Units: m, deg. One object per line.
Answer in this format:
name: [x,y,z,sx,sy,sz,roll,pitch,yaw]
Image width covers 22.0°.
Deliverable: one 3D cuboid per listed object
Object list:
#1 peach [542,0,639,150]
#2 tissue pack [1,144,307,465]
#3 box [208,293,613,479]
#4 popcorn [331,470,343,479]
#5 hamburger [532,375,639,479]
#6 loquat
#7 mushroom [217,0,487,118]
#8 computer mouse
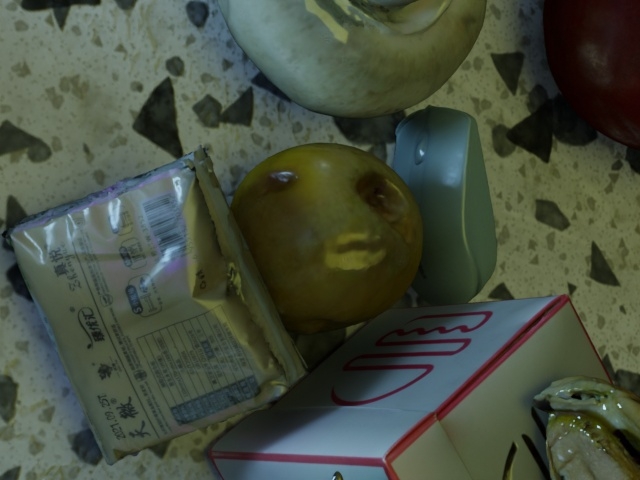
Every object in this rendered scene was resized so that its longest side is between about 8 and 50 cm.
peach: [0.379,-0.247,1.987,0.258,0.201,0.361,-48,130,-60]
tissue pack: [-0.159,0.065,1.596,0.215,0.123,0.256,-21,98,8]
box: [0.134,0.261,1.702,0.300,0.312,0.314,-38,107,-32]
popcorn: [-0.012,0.334,1.451,0.190,0.191,0.253,40,34,15]
hamburger: [0.304,0.214,1.556,0.135,0.155,0.207,-22,90,-41]
loquat: [0.002,-0.003,1.716,0.213,0.213,0.213,3,84,-33]
mushroom: [0.021,-0.285,1.720,0.356,0.315,0.315,4,82,-68]
computer mouse: [0.130,-0.037,1.838,0.079,0.128,0.230,-10,91,-40]
